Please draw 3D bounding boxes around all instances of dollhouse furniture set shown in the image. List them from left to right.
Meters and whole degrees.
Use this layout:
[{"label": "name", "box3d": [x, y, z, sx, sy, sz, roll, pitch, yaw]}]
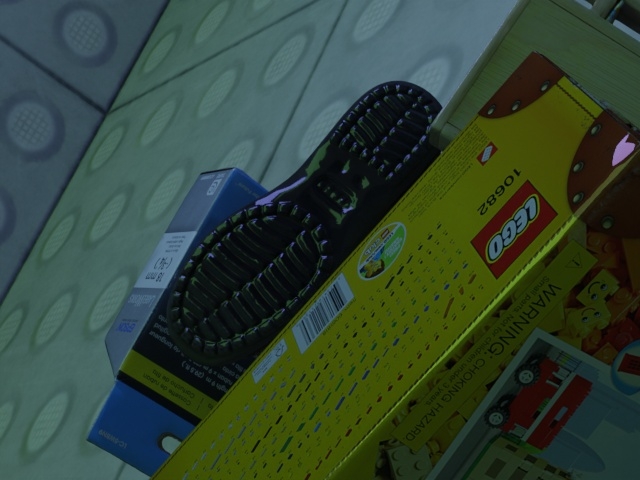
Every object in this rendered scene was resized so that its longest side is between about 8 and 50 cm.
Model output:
[{"label": "dollhouse furniture set", "box3d": [0.249, -0.060, 1.298, 0.362, 0.256, 0.394, -55, -7, -5]}]

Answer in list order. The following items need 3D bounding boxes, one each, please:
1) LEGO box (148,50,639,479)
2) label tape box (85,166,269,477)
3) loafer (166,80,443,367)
[{"label": "LEGO box", "box3d": [0.137, 0.185, 0.961, 0.500, 0.372, 0.193, -49, 25, 12]}, {"label": "label tape box", "box3d": [-0.103, 0.122, 1.518, 0.106, 0.240, 0.334, -2, 56, 60]}, {"label": "loafer", "box3d": [0.000, 0.000, 1.424, 0.366, 0.134, 0.130, -42, -21, -2]}]
